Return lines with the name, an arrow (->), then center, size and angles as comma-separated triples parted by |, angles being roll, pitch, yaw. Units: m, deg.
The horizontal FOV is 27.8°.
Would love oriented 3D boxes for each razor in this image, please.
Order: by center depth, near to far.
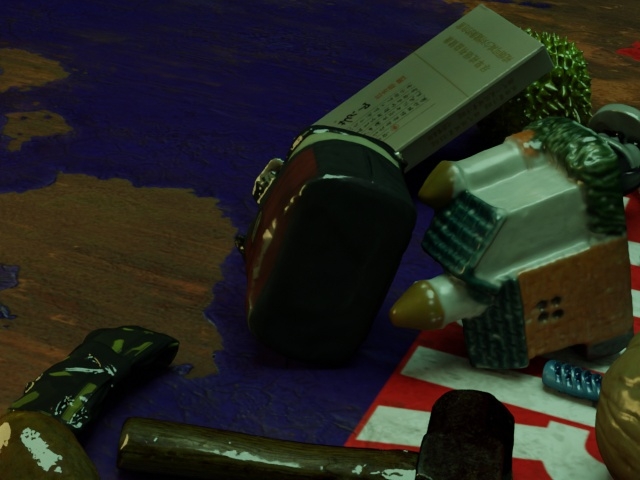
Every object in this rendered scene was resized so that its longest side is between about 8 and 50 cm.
razor -> 0.371, 0.179, 1.439 | 0.253, 0.042, 0.082 | 14, 29, 21

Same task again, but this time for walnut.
walnut -> 0.386, 0.179, 1.274 | 0.228, 0.228, 0.228 | 3, 27, -2

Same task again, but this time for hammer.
hammer -> -0.011, 0.220, 1.264 | 0.408, 0.095, 0.242 | 7, 28, 11

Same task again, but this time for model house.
model house -> 0.200, 0.022, 1.517 | 0.300, 0.271, 0.190 | -19, 28, -16

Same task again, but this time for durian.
durian -> 0.319, -0.232, 2.044 | 0.176, 0.200, 0.237 | -30, 34, -9

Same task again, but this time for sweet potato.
sweet potato -> -0.219, 0.255, 1.164 | 0.097, 0.097, 0.292 | -17, 40, -35

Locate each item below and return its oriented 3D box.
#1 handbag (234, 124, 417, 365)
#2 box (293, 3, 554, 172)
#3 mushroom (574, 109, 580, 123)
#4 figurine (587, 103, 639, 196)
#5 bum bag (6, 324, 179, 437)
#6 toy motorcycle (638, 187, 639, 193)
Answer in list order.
handbag -> 0.000, 0.000, 1.512 | 0.181, 0.254, 0.181 | 15, 24, -12
box -> 0.147, -0.203, 1.931 | 0.365, 0.051, 0.204 | -35, 35, -2
mushroom -> 0.421, -0.196, 2.142 | 0.084, 0.071, 0.209 | 39, 9, -40
figurine -> 0.361, -0.086, 1.817 | 0.176, 0.133, 0.236 | 21, 52, 35
bum bag -> -0.249, 0.152, 1.392 | 0.106, 0.060, 0.232 | 7, 24, 25
toy motorcycle -> 0.560, -0.094, 1.911 | 0.222, 0.108, 0.341 | 2, 33, 17
